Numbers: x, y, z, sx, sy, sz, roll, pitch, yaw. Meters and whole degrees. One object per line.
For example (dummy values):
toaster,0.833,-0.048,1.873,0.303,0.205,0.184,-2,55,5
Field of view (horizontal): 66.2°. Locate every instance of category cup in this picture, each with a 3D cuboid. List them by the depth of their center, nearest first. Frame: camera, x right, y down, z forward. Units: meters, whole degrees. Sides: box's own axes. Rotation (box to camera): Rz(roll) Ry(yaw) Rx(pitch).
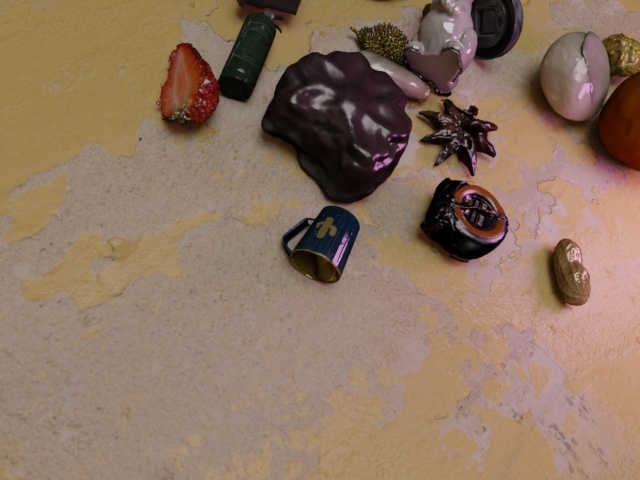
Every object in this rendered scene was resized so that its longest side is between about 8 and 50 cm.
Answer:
cup,0.000,0.000,1.199,0.177,0.131,0.155,19,58,20

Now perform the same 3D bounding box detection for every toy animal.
toy animal,0.385,-0.650,1.463,0.194,0.258,0.357,15,74,17

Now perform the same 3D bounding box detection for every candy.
candy,0.811,-0.522,1.576,0.296,0.185,0.295,2,88,-43

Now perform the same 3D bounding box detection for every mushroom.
mushroom,0.202,-0.469,1.432,0.270,0.118,0.103,20,104,-8

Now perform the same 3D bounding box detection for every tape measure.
tape measure,0.385,-0.053,1.311,0.223,0.135,0.202,30,55,-5

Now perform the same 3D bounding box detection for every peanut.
peanut,0.693,0.086,1.361,0.083,0.093,0.194,-7,72,11

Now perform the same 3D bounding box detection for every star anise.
star anise,0.416,-0.321,1.438,0.272,0.102,0.271,4,69,-10

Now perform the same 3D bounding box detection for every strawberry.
strawberry,-0.320,-0.386,1.264,0.175,0.107,0.235,6,74,32

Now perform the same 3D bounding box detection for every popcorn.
popcorn,1.053,-0.651,1.722,0.174,0.142,0.173,2,42,-2

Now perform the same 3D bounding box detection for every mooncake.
mooncake,0.057,-0.320,1.291,0.381,0.212,0.350,32,58,-4

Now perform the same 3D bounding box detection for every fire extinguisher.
fire extinguisher,-0.184,-0.532,1.362,0.114,0.095,0.311,23,65,-20

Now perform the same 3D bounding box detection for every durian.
durian,0.186,-0.610,1.491,0.208,0.102,0.146,28,71,1

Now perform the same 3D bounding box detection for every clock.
clock,0.533,-0.687,1.544,0.049,0.226,0.226,-21,76,-27

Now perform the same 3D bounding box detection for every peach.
peach,1.053,-0.365,1.521,0.343,0.302,0.342,0,92,9

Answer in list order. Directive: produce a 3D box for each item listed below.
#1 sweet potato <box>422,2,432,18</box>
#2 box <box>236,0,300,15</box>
sweet potato,0.401,-0.670,1.594,0.081,0.062,0.233,-21,79,-5
box,-0.132,-0.777,1.429,0.178,0.138,0.274,14,55,-14
